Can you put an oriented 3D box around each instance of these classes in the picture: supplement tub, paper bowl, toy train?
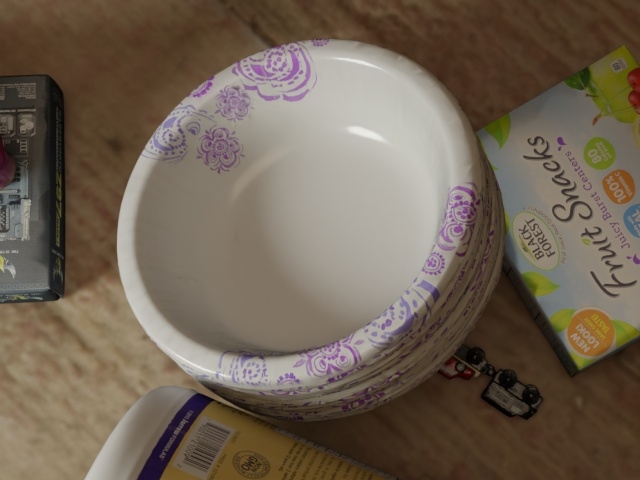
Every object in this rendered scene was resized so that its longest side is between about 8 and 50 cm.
[{"bbox_3d":[-0.015,0.269,1.050,0.331,0.241,0.241,23,81,7],"label":"supplement tub"},{"bbox_3d":[0.000,0.000,1.120,0.284,0.148,0.284,-9,63,17],"label":"paper bowl"},{"bbox_3d":[0.107,0.095,1.185,0.158,0.027,0.036,35,94,8],"label":"toy train"}]

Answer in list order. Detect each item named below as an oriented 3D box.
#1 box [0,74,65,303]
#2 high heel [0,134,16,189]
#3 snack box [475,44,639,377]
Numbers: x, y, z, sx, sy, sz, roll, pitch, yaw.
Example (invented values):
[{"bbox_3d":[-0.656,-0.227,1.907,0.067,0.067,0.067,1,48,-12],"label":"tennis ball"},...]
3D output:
[{"bbox_3d":[-0.331,-0.039,1.213,0.232,0.059,0.183,-3,78,2],"label":"box"},{"bbox_3d":[-0.361,-0.085,1.133,0.244,0.117,0.082,17,81,6],"label":"high heel"},{"bbox_3d":[0.223,-0.022,1.178,0.174,0.070,0.207,-29,78,-2],"label":"snack box"}]
